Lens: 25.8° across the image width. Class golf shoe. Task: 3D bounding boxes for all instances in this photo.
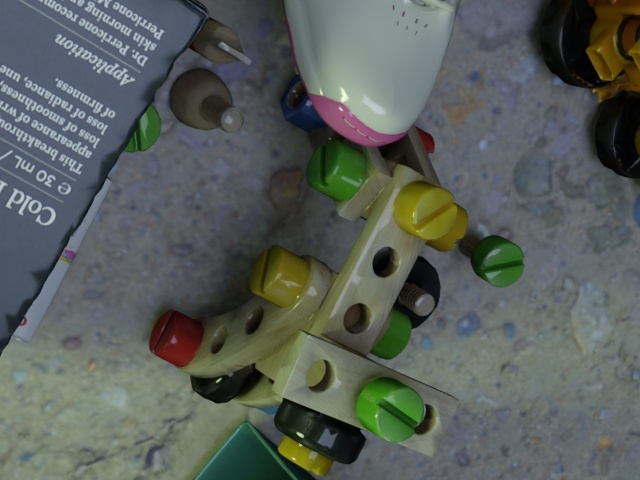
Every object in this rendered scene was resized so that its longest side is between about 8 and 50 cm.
[{"bbox_3d":[0.060,-0.207,0.843,0.115,0.140,0.306,21,67,-32],"label":"golf shoe"}]

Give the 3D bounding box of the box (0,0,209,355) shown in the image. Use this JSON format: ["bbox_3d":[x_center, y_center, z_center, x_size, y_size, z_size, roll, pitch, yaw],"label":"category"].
[{"bbox_3d":[-0.291,-0.081,0.747,0.343,0.179,0.313,31,92,-16],"label":"box"}]

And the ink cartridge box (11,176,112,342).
[{"bbox_3d":[-0.204,-0.007,0.907,0.088,0.052,0.122,26,94,-26],"label":"ink cartridge box"}]

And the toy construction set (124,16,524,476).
[{"bbox_3d":[0.000,0.000,0.891,0.257,0.237,0.309,-38,116,-8],"label":"toy construction set"}]

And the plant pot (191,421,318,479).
[{"bbox_3d":[-0.002,0.286,1.030,0.166,0.165,0.234,-49,126,-2],"label":"plant pot"}]

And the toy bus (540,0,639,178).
[{"bbox_3d":[0.293,-0.155,1.033,0.211,0.149,0.220,-46,121,-21],"label":"toy bus"}]
